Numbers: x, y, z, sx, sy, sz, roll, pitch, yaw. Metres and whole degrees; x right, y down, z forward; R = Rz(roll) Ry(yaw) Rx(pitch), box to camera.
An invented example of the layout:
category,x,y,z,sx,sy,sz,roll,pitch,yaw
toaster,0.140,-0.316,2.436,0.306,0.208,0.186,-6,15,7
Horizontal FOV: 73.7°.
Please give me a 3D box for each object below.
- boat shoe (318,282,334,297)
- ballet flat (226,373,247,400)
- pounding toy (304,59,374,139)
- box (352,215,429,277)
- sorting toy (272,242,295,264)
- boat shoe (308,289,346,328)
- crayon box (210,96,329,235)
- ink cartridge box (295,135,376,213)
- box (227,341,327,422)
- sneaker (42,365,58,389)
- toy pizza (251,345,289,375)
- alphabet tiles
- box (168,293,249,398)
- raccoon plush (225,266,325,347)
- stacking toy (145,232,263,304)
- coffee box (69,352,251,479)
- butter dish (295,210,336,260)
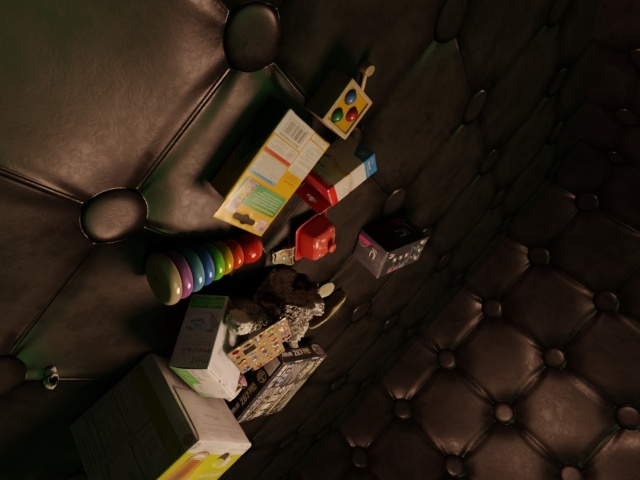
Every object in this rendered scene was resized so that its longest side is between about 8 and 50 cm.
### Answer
category,x,y,z,sx,sy,sz,roll,pitch,yaw
boat shoe,-0.003,0.222,1.775,0.137,0.049,0.043,-39,-170,-18
ballet flat,-0.392,0.617,1.710,0.221,0.079,0.077,-25,143,-30
pounding toy,0.091,-0.389,1.166,0.206,0.094,0.181,-53,148,9
box,0.293,0.020,1.785,0.270,0.165,0.144,-19,139,-38
sorting toy,-0.129,0.049,1.441,0.075,0.045,0.083,-20,141,-24
boat shoe,0.032,0.313,1.878,0.223,0.080,0.073,-43,143,-16
crayon box,-0.143,-0.183,1.126,0.323,0.083,0.203,-53,148,7
ink cartridge box,0.038,-0.200,1.273,0.231,0.134,0.078,-40,148,-13
box,-0.189,0.626,1.893,0.318,0.097,0.395,12,120,-52
sneaker,-0.701,0.367,1.112,0.031,0.037,0.083,-16,138,-42
toy pizza,-0.216,0.521,1.854,0.201,0.032,0.201,-29,147,-21
alphabet tiles,-0.179,0.342,1.353,0.198,0.009,0.237,-31,150,-15
box,-0.327,0.332,1.317,0.262,0.126,0.231,79,16,-53
raccoon plush,-0.191,0.272,1.466,0.446,0.216,0.299,-7,135,-44
stacking toy,-0.299,0.052,1.177,0.330,0.141,0.141,-24,142,-43
coffee box,-0.494,0.622,1.350,0.334,0.338,0.338,-43,147,-6
butter dish,0.000,0.000,1.445,0.160,0.118,0.160,-39,150,-35
